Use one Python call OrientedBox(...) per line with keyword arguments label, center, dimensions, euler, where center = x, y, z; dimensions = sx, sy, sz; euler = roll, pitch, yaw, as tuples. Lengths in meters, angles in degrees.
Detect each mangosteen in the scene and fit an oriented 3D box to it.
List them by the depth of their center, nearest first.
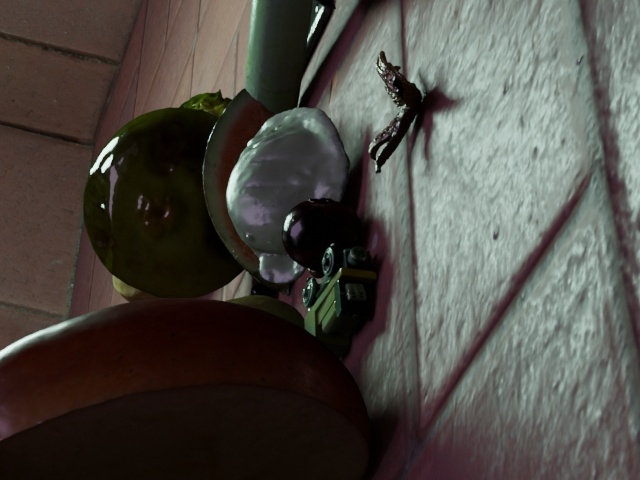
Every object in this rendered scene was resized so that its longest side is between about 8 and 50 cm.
OrientedBox(label="mangosteen", center=(0.000, -0.003, 1.584), dimensions=(0.081, 0.081, 0.081), euler=(-167, 90, -77))

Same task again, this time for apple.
OrientedBox(label="apple", center=(-0.148, 0.212, 1.410), dimensions=(0.295, 0.364, 0.329), euler=(-176, 89, -78))

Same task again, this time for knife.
OrientedBox(label="knife", center=(-0.091, 0.157, 1.933), dimensions=(0.060, 0.028, 0.230), euler=(-81, 4, -76))

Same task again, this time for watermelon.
OrientedBox(label="watermelon", center=(-0.072, -0.048, 1.904), dimensions=(0.146, 0.128, 0.231), euler=(78, -160, -79))

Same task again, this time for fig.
OrientedBox(label="fig", center=(-0.174, -0.048, 2.041), dimensions=(0.271, 0.239, 0.239), euler=(-23, -52, -78))

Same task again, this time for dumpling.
OrientedBox(label="dumpling", center=(-0.022, -0.049, 1.714), dimensions=(0.108, 0.152, 0.219), euler=(49, -152, -53))

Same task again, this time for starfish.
OrientedBox(label="starfish", center=(0.074, -0.124, 1.477), dimensions=(0.130, 0.041, 0.133), euler=(123, 152, -76))

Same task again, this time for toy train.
OrientedBox(label="toy train", center=(0.016, 0.057, 1.530), dimensions=(0.122, 0.050, 0.081), euler=(123, 152, -54))

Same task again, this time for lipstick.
OrientedBox(label="lipstick", center=(-0.048, -0.257, 1.903), dimensions=(0.304, 0.076, 0.076), euler=(98, 175, -51))

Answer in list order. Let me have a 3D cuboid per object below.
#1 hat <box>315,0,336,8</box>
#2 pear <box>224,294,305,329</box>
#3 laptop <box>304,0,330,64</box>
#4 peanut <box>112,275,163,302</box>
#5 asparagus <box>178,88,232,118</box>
OrientedBox(label="hat", center=(0.035, -0.315, 1.763), dimensions=(0.191, 0.077, 0.138), euler=(-57, -10, -71))
OrientedBox(label="pear", center=(-0.073, 0.133, 1.625), dimensions=(0.167, 0.136, 0.167), euler=(175, 90, -78))
OrientedBox(label="laptop", center=(-0.032, -0.276, 2.111), dimensions=(0.269, 0.015, 0.188), euler=(119, 160, -48))
OrientedBox(label="peanut", center=(-0.239, 0.009, 2.400), dimensions=(0.305, 0.147, 0.147), euler=(138, 143, -66))
OrientedBox(label="asparagus", center=(-0.186, -0.155, 2.436), dimensions=(0.382, 0.108, 0.128), euler=(147, 136, -68))
